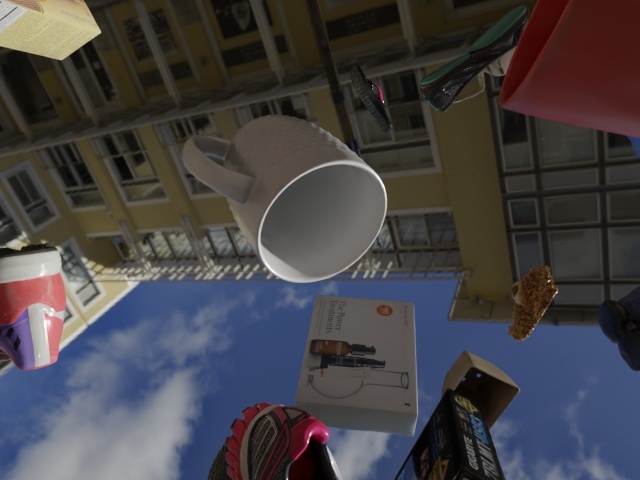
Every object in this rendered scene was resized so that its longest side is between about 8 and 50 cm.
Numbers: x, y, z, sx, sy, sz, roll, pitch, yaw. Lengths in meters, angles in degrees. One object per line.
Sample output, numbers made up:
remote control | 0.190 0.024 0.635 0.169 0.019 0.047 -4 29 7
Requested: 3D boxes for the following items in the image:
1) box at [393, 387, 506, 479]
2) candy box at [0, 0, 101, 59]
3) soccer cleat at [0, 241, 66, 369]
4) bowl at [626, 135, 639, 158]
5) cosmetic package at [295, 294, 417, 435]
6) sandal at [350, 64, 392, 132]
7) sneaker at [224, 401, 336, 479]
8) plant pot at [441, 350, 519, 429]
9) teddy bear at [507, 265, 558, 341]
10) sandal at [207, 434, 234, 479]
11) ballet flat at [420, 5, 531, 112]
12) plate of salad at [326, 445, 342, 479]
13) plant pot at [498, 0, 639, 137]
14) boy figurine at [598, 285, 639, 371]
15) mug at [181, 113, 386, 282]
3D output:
box | 0.158 0.404 0.765 0.073 0.293 0.295 29 -171 7
candy box | -0.421 -0.336 0.605 0.087 0.183 0.316 -28 -175 14
soccer cleat | -0.370 0.077 0.566 0.318 0.116 0.108 -10 180 43
bowl | 0.840 -0.329 1.095 0.391 0.077 0.391 -41 176 -4
cosmetic package | 0.102 0.306 1.336 0.284 0.097 0.377 5 -144 4
sandal | 0.129 -0.348 1.248 0.040 0.179 0.067 -38 -161 -10
sneaker | -0.029 0.338 0.575 0.112 0.299 0.121 -12 180 44
plant pot | 0.302 0.282 1.009 0.109 0.109 0.096 26 -162 -7
teddy bear | 0.639 0.186 1.575 0.113 0.245 0.338 30 -170 24
sandal | -0.242 0.741 1.435 0.167 0.107 0.446 -31 -151 18
ballet flat | 0.334 -0.371 1.083 0.280 0.096 0.095 -37 -157 1
plate of salad | -0.003 0.424 0.844 0.048 0.200 0.200 -21 -156 15
plant pot | 0.408 -0.259 0.676 0.243 0.275 0.275 23 -145 4
boy figurine | 0.550 0.074 0.731 0.285 0.092 0.177 -24 -131 -1
mug | -0.100 -0.125 1.049 0.374 0.276 0.328 11 -153 -38
